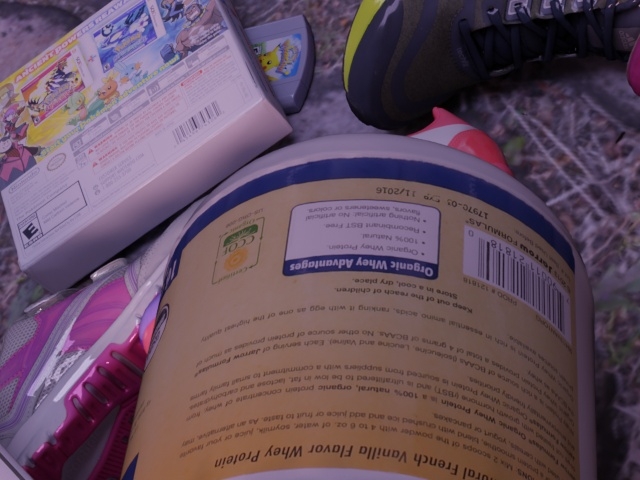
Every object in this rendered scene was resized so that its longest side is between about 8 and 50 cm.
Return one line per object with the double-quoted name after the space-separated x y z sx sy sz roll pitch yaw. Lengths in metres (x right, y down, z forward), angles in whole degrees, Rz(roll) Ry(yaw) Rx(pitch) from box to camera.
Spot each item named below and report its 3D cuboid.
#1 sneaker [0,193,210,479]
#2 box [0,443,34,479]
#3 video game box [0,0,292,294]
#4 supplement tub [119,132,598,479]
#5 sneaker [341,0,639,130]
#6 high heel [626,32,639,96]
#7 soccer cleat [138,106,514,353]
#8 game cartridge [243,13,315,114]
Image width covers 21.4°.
-0.132 0.060 1.046 0.252 0.103 0.111 -47 49 -11 "sneaker"
-0.208 0.174 0.933 0.087 0.169 0.290 -30 48 -27 "box"
-0.137 -0.087 1.186 0.205 0.048 0.187 -34 49 10 "video game box"
0.018 0.128 0.794 0.228 0.228 0.316 -14 40 20 "supplement tub"
0.149 -0.154 1.051 0.300 0.111 0.121 -33 51 6 "sneaker"
0.299 -0.137 0.974 0.244 0.082 0.117 -30 43 -8 "high heel"
0.000 0.000 1.007 0.248 0.083 0.095 -26 49 -12 "soccer cleat"
-0.032 -0.122 1.186 0.056 0.017 0.083 -9 53 19 "game cartridge"
